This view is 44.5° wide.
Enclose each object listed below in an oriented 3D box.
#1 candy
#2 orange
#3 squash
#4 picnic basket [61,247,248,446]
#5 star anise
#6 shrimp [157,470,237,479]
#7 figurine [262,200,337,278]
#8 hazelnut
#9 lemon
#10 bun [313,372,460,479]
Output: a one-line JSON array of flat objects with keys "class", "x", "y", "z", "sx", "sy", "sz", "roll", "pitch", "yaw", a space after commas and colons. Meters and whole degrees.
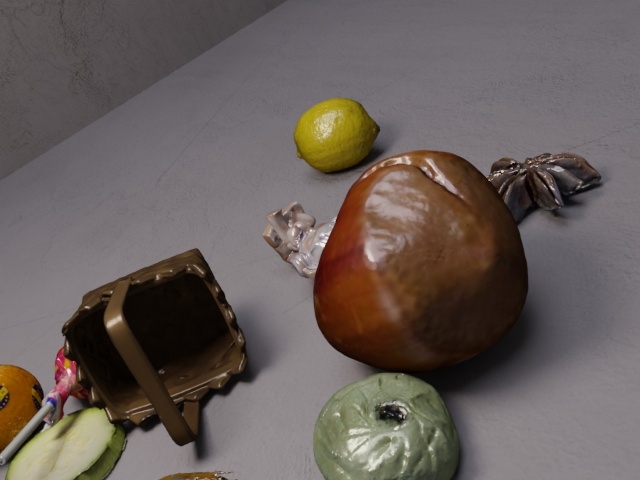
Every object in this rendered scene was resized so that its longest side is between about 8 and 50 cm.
[{"class": "candy", "x": -0.467, "y": 0.281, "z": 1.384, "sx": 0.124, "sy": 0.124, "sz": 0.365, "roll": -16, "pitch": 17, "yaw": 14}, {"class": "orange", "x": -0.603, "y": 0.314, "z": 1.459, "sx": 0.177, "sy": 0.155, "sz": 0.178, "roll": -11, "pitch": 34, "yaw": 7}, {"class": "squash", "x": -0.444, "y": 0.379, "z": 1.366, "sx": 0.219, "sy": 0.041, "sz": 0.219, "roll": -20, "pitch": 26, "yaw": 10}, {"class": "picnic basket", "x": -0.281, "y": 0.179, "z": 1.335, "sx": 0.291, "sy": 0.254, "sz": 0.321, "roll": -25, "pitch": 19, "yaw": -1}, {"class": "star anise", "x": 0.402, "y": -0.104, "z": 1.469, "sx": 0.236, "sy": 0.093, "sz": 0.229, "roll": -18, "pitch": 25, "yaw": 4}, {"class": "shrimp", "x": -0.200, "y": 0.388, "z": 1.163, "sx": 0.162, "sy": 0.045, "sz": 0.095, "roll": -14, "pitch": 32, "yaw": 14}, {"class": "figurine", "x": 0.002, "y": 0.003, "z": 1.525, "sx": 0.162, "sy": 0.141, "sz": 0.236, "roll": -43, "pitch": 35, "yaw": -20}, {"class": "hazelnut", "x": 0.144, "y": 0.042, "z": 1.217, "sx": 0.372, "sy": 0.315, "sz": 0.372, "roll": -44, "pitch": 8, "yaw": 8}, {"class": "lemon", "x": 0.034, "y": -0.253, "z": 1.879, "sx": 0.193, "sy": 0.180, "sz": 0.180, "roll": -27, "pitch": 24, "yaw": 36}, {"class": "bun", "x": 0.084, "y": 0.267, "z": 1.085, "sx": 0.221, "sy": 0.108, "sz": 0.221, "roll": -19, "pitch": 31, "yaw": 11}]
